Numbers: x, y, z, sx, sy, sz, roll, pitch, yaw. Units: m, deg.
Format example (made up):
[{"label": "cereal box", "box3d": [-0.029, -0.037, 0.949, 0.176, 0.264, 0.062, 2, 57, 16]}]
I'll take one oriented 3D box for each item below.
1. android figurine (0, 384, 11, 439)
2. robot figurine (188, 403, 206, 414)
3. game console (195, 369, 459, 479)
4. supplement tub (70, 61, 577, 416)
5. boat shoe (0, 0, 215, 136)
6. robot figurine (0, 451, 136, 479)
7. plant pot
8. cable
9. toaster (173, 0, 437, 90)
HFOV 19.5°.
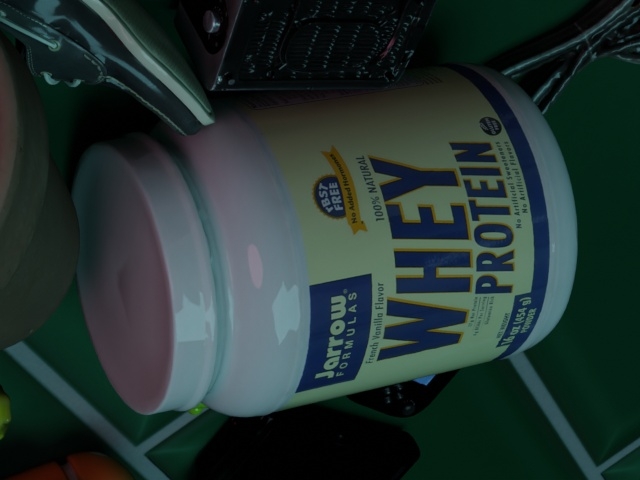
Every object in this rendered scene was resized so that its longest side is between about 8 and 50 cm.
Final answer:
[{"label": "android figurine", "box3d": [-0.367, 0.129, 1.317, 0.273, 0.056, 0.248, 3, 165, -37]}, {"label": "robot figurine", "box3d": [-0.093, 0.107, 1.563, 0.115, 0.067, 0.101, 0, 160, -35]}, {"label": "game console", "box3d": [0.047, 0.135, 1.706, 0.213, 0.044, 0.361, 19, 117, -44]}, {"label": "supplement tub", "box3d": [0.000, 0.000, 1.387, 0.325, 0.235, 0.235, -11, 135, -26]}, {"label": "boat shoe", "box3d": [-0.165, -0.141, 1.232, 0.079, 0.084, 0.233, -43, 121, 15]}, {"label": "robot figurine", "box3d": [-0.236, 0.256, 1.572, 0.219, 0.128, 0.158, -20, 117, -15]}, {"label": "plant pot", "box3d": [-0.269, -0.022, 1.210, 0.263, 0.263, 0.229, -38, 159, 5]}, {"label": "cable", "box3d": [0.243, -0.165, 1.515, 0.287, 0.072, 0.139, -24, 134, -11]}, {"label": "toaster", "box3d": [0.003, -0.195, 1.291, 0.186, 0.110, 0.168, -4, 132, -31]}]
